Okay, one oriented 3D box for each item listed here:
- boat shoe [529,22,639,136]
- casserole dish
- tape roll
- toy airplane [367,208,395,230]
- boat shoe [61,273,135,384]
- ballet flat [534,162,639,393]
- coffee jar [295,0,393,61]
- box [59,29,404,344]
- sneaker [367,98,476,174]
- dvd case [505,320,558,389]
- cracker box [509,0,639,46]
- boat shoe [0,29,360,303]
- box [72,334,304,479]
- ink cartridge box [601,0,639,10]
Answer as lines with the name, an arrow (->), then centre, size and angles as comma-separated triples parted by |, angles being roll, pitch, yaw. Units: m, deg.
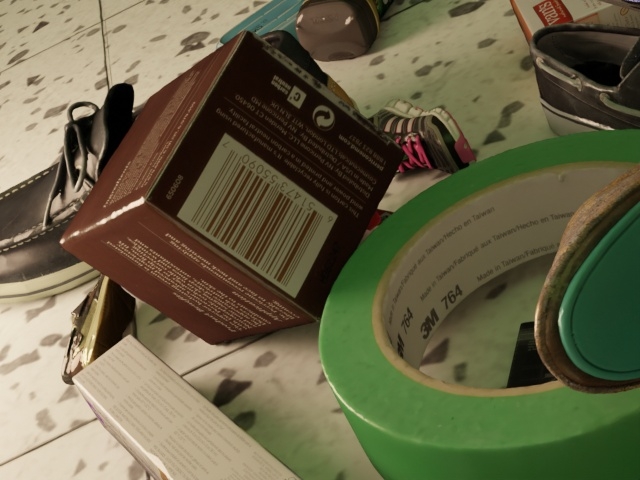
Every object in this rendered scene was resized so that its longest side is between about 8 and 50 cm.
boat shoe -> 0.288, -0.127, 0.972 | 0.108, 0.102, 0.301 | -38, 32, -17
casserole dish -> -0.058, -0.271, 1.515 | 0.188, 0.037, 0.114 | -39, 32, -16
tape roll -> 0.159, 0.046, 0.809 | 0.321, 0.077, 0.321 | -19, 31, 12
toy airplane -> 0.000, 0.000, 1.080 | 0.151, 0.028, 0.151 | -20, 33, 13
boat shoe -> -0.209, 0.073, 1.108 | 0.049, 0.056, 0.152 | -13, 34, 14
ballet flat -> 0.223, -0.015, 0.705 | 0.316, 0.107, 0.106 | -34, 12, -22
coffee jar -> 0.038, -0.288, 1.424 | 0.096, 0.079, 0.184 | -5, 37, 27
box -> -0.076, -0.034, 0.966 | 0.203, 0.168, 0.167 | -17, 42, 59
sneaker -> 0.081, -0.086, 1.112 | 0.075, 0.063, 0.170 | -35, 27, -12
dvd case -> 0.191, 0.124, 0.761 | 0.164, 0.018, 0.221 | -8, 35, 27
cracker box -> 0.310, -0.249, 1.168 | 0.232, 0.067, 0.156 | -22, 31, 10
boat shoe -> -0.207, -0.077, 1.236 | 0.500, 0.156, 0.187 | -20, 34, 14
box -> -0.087, 0.162, 0.876 | 0.067, 0.063, 0.324 | -38, 32, -18
ink cartridge box -> 0.315, -0.204, 0.999 | 0.207, 0.046, 0.097 | 6, 13, -33
